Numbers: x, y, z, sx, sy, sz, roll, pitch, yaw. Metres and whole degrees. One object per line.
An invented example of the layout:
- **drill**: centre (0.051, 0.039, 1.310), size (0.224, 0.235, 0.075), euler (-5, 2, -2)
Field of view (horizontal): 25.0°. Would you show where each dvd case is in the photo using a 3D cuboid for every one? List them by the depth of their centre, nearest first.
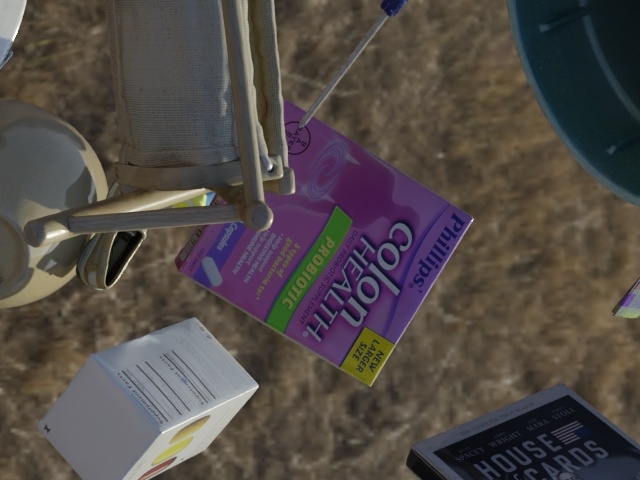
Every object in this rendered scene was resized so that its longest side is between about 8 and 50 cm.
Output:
- **dvd case**: centre (0.208, 0.209, 1.111), size (0.179, 0.238, 0.030), euler (-16, 132, -37)

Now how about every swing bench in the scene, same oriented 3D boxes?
- **swing bench**: centre (-0.106, -0.144, 1.019), size (0.255, 0.165, 0.253), euler (-55, 140, -77)

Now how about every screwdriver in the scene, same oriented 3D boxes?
- **screwdriver**: centre (0.030, -0.123, 0.839), size (0.025, 0.170, 0.024), euler (-11, 59, -54)

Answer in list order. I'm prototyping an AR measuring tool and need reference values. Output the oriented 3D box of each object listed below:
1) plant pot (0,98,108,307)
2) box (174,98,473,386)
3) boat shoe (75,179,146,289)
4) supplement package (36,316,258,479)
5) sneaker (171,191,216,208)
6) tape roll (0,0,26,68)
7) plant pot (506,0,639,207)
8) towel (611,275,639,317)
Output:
- **plant pot**: centre (-0.431, -0.023, 1.894), size (0.191, 0.284, 0.284), euler (-92, 159, -67)
- **box**: centre (0.000, 0.000, 1.557), size (0.243, 0.117, 0.214), euler (32, 90, -10)
- **boat shoe**: centre (-0.251, -0.020, 1.906), size (0.068, 0.072, 0.190), euler (28, 81, -38)
- **supplement package**: centre (-0.216, 0.210, 1.837), size (0.134, 0.139, 0.244), euler (45, 25, 13)
- **sneaker**: centre (-0.122, -0.124, 1.999), size (0.091, 0.126, 0.240), euler (48, 38, -24)
- **tape roll**: centre (-0.530, -0.321, 1.726), size (0.392, 0.072, 0.392), euler (-19, 119, -39)
- **plant pot**: centre (0.424, -0.248, 1.479), size (0.334, 0.341, 0.341), euler (-26, 107, -19)
- **towel**: centre (0.450, 0.076, 2.027), size (0.060, 0.083, 0.009), euler (7, 36, -37)
